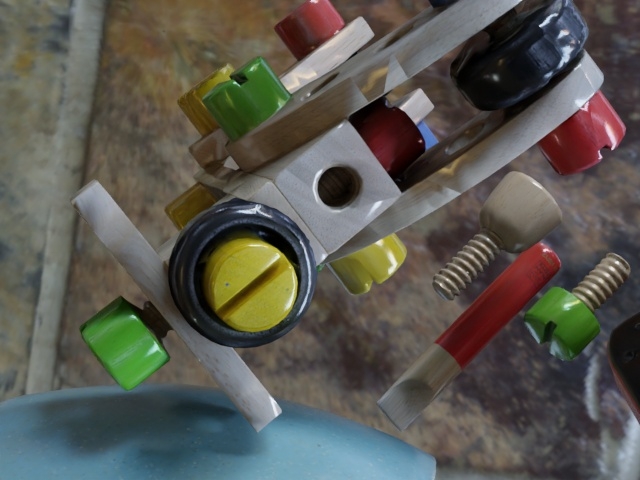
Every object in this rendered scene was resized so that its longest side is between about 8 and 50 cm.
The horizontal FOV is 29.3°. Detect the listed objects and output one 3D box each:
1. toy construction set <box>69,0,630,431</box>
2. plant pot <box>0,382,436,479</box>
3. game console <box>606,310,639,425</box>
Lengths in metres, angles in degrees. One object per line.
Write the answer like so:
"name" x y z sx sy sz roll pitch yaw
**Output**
"toy construction set" 0.000 0.000 0.598 0.237 0.257 0.309 -44 129 -12
"plant pot" -0.101 0.182 0.578 0.195 0.290 0.290 29 95 4
"game console" 0.365 0.044 0.679 0.387 0.342 0.060 -35 110 11
